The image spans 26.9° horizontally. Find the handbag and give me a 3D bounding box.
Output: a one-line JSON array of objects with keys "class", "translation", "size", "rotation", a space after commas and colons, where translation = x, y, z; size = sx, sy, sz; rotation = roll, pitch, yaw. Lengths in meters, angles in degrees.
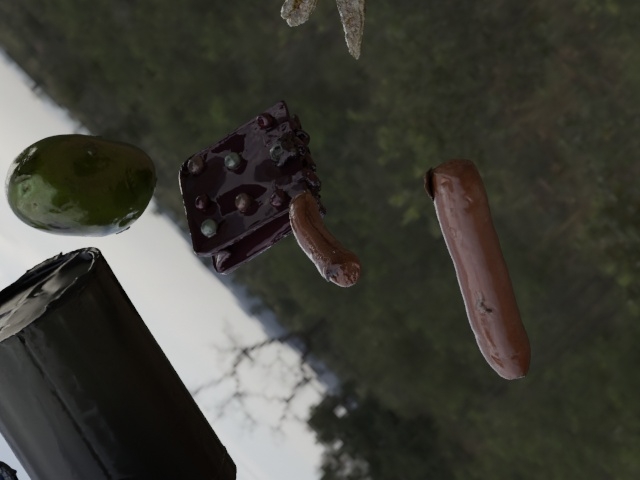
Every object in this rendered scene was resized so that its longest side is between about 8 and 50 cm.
[{"class": "handbag", "translation": [-0.101, -0.079, 1.946], "size": [0.074, 0.216, 0.203], "rotation": [37, -151, -44]}]

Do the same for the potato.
[{"class": "potato", "translation": [-0.348, -0.086, 1.953], "size": [0.186, 0.148, 0.253], "rotation": [30, -162, 15]}]

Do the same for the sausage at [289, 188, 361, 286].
[{"class": "sausage", "translation": [0.001, 0.000, 1.472], "size": [0.177, 0.040, 0.047], "rotation": [-126, 38, -57]}]

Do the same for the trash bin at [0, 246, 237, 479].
[{"class": "trash bin", "translation": [-0.250, 0.184, 1.478], "size": [0.301, 0.203, 0.252], "rotation": [61, -174, -16]}]

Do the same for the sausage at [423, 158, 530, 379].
[{"class": "sausage", "translation": [0.268, 0.055, 2.222], "size": [0.094, 0.094, 0.419], "rotation": [14, 132, 47]}]

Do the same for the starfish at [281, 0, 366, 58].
[{"class": "starfish", "translation": [-0.020, -0.373, 1.508], "size": [0.375, 0.094, 0.327], "rotation": [57, 158, -17]}]

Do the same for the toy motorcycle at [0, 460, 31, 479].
[{"class": "toy motorcycle", "translation": [-0.348, 0.348, 1.702], "size": [0.205, 0.076, 0.114], "rotation": [28, 138, 4]}]
